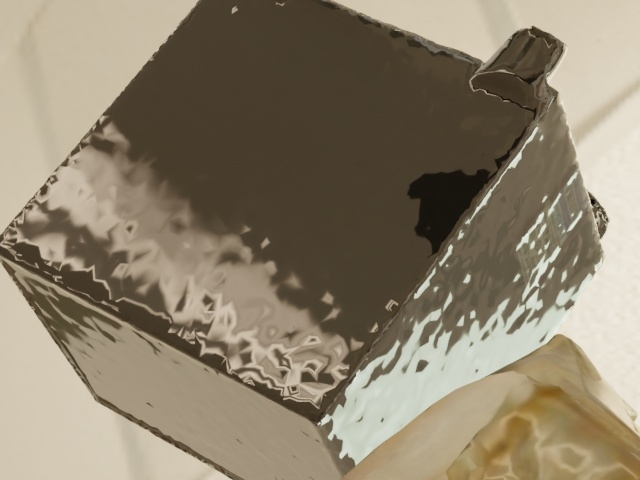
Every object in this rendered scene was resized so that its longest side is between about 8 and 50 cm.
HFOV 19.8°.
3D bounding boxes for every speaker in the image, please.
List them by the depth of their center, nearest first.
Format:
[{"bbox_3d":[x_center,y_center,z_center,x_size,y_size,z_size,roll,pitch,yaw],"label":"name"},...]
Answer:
[{"bbox_3d":[0.000,0.000,1.018,0.232,0.184,0.254,25,-113,29],"label":"speaker"}]

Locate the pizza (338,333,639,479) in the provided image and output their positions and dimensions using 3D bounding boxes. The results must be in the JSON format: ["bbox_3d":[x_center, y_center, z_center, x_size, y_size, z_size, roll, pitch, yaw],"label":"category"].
[{"bbox_3d":[0.071,0.113,0.337,0.297,0.189,0.071,34,-25,56],"label":"pizza"}]
